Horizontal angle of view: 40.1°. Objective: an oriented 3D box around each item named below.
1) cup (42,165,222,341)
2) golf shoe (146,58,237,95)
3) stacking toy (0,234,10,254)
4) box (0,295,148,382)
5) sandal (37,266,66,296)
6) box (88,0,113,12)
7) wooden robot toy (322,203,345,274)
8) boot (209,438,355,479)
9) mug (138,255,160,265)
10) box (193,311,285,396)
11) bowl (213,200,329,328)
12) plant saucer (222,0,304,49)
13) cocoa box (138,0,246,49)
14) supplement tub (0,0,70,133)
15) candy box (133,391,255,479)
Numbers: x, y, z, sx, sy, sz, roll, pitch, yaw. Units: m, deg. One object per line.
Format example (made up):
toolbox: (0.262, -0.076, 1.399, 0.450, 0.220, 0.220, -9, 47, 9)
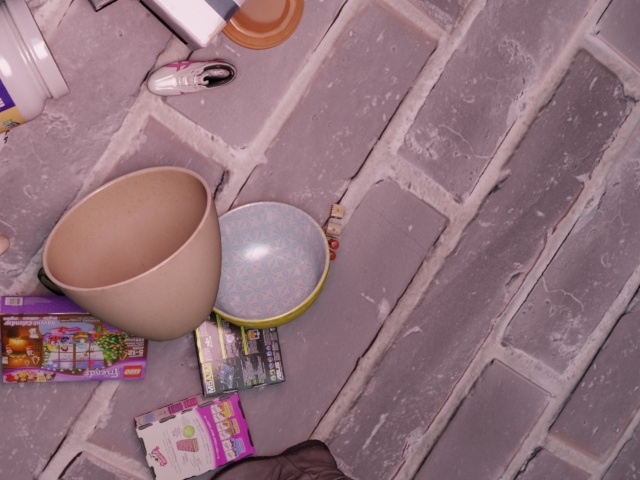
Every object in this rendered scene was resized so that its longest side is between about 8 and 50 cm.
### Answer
cup: (-0.320, 0.053, 1.662, 0.331, 0.331, 0.237, -28, 129, -9)
golf shoe: (-0.264, -0.338, 1.800, 0.186, 0.086, 0.068, -14, 106, -11)
stacking toy: (-0.766, -0.068, 1.701, 0.141, 0.141, 0.330, -41, 102, -5)
box: (-0.503, 0.204, 1.808, 0.293, 0.057, 0.201, 1, 129, -16)
sandal: (-0.434, 0.082, 1.835, 0.302, 0.120, 0.086, 5, 68, -19)
box: (-0.426, -0.603, 1.693, 0.184, 0.103, 0.261, -31, 107, -5)
wooden robot toy: (0.000, 0.000, 1.951, 0.079, 0.076, 0.173, 13, 97, -7)
boot: (-0.101, 0.563, 1.949, 0.338, 0.222, 0.118, -25, 107, -10)
mug: (-0.371, -0.020, 1.825, 0.157, 0.097, 0.130, -5, 102, -15)
box: (-0.182, 0.234, 1.928, 0.184, 0.045, 0.191, -9, 84, -12)
bowl: (-0.118, 0.077, 1.868, 0.289, 0.290, 0.156, -24, 149, -10)
plant saucer: (-0.128, -0.501, 1.831, 0.199, 0.037, 0.200, -3, 102, -15)
cocoa box: (-0.272, -0.543, 1.573, 0.347, 0.231, 0.228, 42, 89, -18)
supplement tub: (-0.659, -0.298, 1.614, 0.331, 0.241, 0.241, -26, 106, -9)
candy box: (-0.279, 0.435, 1.954, 0.233, 0.071, 0.159, -18, 105, -13)
